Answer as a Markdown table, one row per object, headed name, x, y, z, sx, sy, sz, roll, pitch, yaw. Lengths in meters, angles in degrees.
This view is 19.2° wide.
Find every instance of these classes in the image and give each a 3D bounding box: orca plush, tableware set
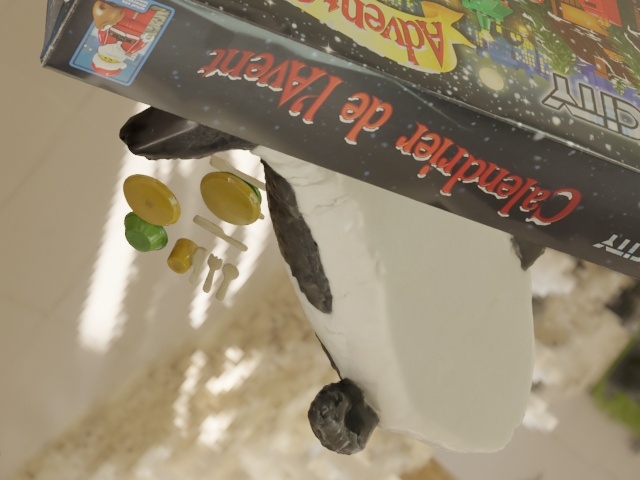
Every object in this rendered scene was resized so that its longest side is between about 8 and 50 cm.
| name | x | y | z | sx | sy | sz | roll | pitch | yaw |
| --- | --- | --- | --- | --- | --- | --- | --- | --- | --- |
| orca plush | 0.000 | 0.000 | 0.795 | 0.287 | 0.102 | 0.151 | 30 | 88 | -53 |
| tableware set | -0.091 | -0.026 | 1.342 | 0.024 | 0.104 | 0.154 | -56 | 173 | -37 |

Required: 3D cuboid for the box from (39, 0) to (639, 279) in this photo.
| name | x | y | z | sx | sy | sz | roll | pitch | yaw |
| --- | --- | --- | --- | --- | --- | --- | --- | --- | --- |
| box | 0.028 | -0.085 | 0.620 | 0.233 | 0.159 | 0.044 | 19 | 132 | -22 |
